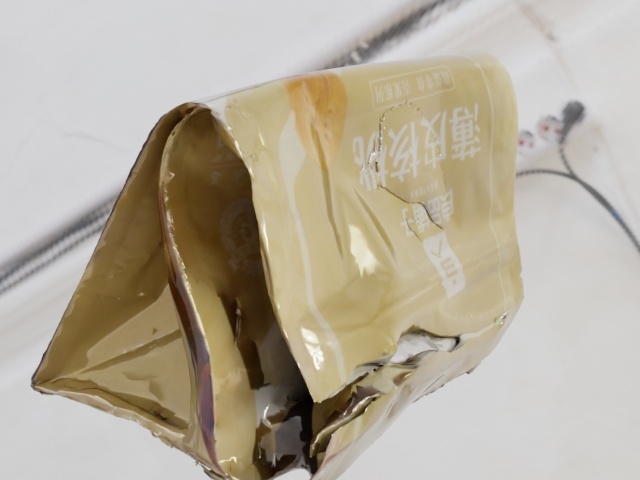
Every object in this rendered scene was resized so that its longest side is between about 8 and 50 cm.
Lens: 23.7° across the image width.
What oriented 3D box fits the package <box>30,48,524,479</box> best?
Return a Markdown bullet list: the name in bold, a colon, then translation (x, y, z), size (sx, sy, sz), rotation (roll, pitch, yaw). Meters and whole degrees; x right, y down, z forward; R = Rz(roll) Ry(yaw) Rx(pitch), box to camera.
- **package**: translation (0.022, 0.023, 0.883), size (0.165, 0.311, 0.221), rotation (40, -63, 19)
